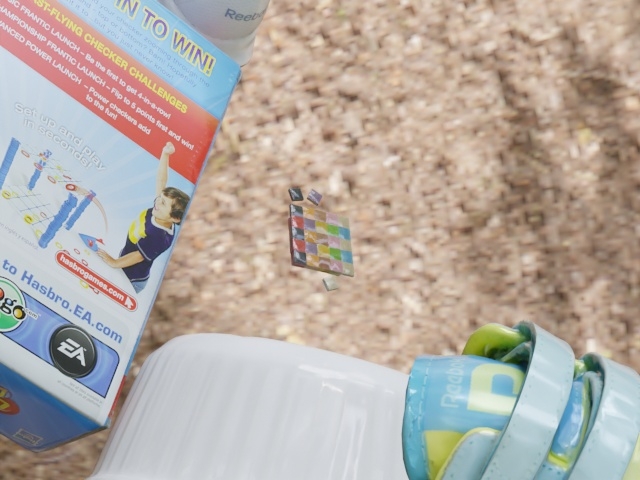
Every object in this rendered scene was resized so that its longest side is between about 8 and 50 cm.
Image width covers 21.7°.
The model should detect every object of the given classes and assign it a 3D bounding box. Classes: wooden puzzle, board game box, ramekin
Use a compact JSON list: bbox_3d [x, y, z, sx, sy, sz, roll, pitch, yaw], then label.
[{"bbox_3d":[0.000,0.000,1.196,0.049,0.006,0.083,14,54,-27],"label":"wooden puzzle"},{"bbox_3d":[-0.228,-0.072,1.056,0.308,0.086,0.302,37,51,-25],"label":"board game box"},{"bbox_3d":[-0.013,0.151,1.068,0.273,0.273,0.127,23,72,-31],"label":"ramekin"}]

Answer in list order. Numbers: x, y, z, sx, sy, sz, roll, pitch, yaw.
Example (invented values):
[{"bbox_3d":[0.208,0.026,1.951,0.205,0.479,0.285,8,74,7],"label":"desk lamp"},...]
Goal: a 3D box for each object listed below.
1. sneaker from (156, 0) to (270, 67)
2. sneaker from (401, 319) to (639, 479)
[{"bbox_3d":[-0.098,-0.275,1.240,0.111,0.129,0.297,-12,68,-37],"label":"sneaker"},{"bbox_3d":[0.151,0.079,0.603,0.208,0.319,0.127,41,28,-11],"label":"sneaker"}]
